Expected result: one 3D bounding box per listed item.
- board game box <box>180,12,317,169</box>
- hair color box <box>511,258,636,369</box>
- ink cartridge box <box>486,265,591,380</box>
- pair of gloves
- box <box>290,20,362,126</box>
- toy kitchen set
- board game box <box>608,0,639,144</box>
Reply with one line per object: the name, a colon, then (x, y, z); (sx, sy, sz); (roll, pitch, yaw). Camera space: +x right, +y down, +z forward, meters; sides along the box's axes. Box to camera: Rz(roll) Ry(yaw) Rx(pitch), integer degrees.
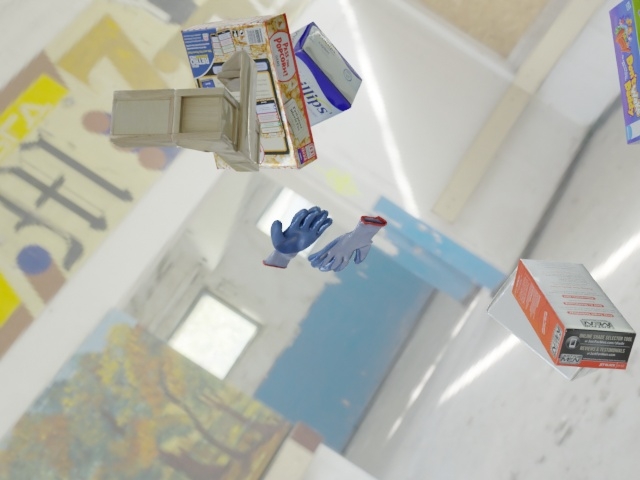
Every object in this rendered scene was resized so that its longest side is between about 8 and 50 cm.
board game box: (-0.093, -0.189, 1.283); (0.045, 0.147, 0.193); (-35, -60, -46)
hair color box: (0.241, 0.069, 0.955); (0.141, 0.072, 0.043); (-104, 20, -65)
ink cartridge box: (0.351, 0.117, 1.449); (0.092, 0.160, 0.219); (-55, -22, 12)
pair of gloves: (0.000, 0.000, 1.568); (0.159, 0.198, 0.023); (-49, 44, 41)
box: (-0.030, -0.246, 1.523); (0.137, 0.126, 0.072); (-21, 35, 39)
toy kitchen set: (-0.083, -0.087, 0.642); (0.083, 0.075, 0.068); (39, -127, -74)
board game box: (0.668, -0.288, 1.641); (0.078, 0.347, 0.233); (147, 118, -76)
